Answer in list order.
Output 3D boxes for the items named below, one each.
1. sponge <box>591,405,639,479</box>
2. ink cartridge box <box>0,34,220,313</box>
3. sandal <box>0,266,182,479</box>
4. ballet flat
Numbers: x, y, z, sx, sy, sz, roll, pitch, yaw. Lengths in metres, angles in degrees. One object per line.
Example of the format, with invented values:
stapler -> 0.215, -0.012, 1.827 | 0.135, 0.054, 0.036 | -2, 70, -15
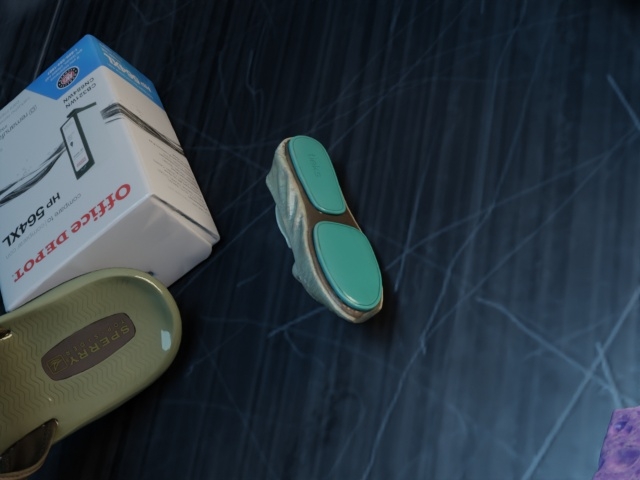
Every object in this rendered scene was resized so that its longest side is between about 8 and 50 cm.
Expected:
sponge -> 0.160, 0.169, 0.480 | 0.117, 0.031, 0.210 | -11, 45, 47
ink cartridge box -> -0.185, -0.040, 0.854 | 0.148, 0.086, 0.203 | -38, 48, 11
sandal -> -0.218, 0.113, 0.702 | 0.303, 0.120, 0.086 | -38, 15, -22
ballet flat -> 0.000, 0.000, 0.734 | 0.052, 0.057, 0.168 | -54, 37, 36
